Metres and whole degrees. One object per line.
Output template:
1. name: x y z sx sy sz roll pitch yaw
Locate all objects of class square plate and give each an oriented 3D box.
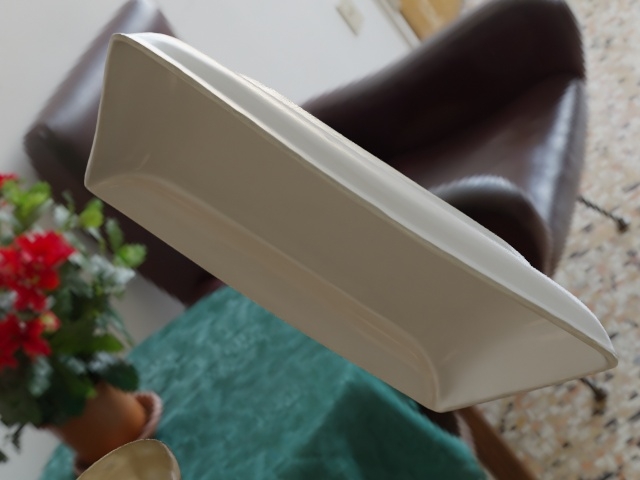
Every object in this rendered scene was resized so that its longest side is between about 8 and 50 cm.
1. square plate: 0.000 0.000 0.876 0.049 0.344 0.347 -58 4 -17

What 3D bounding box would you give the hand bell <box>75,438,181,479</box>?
1. hand bell: -0.035 0.223 0.695 0.242 0.126 0.126 29 65 26
